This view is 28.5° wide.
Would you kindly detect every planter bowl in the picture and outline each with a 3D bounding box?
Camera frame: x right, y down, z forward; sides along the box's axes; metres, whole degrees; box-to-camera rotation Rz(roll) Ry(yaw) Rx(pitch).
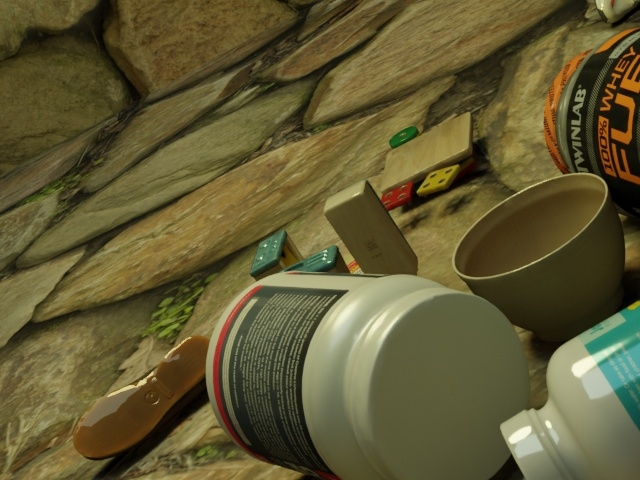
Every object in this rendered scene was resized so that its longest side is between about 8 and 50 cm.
[{"bbox_3d":[0.221,0.027,1.192,0.162,0.109,0.162,-30,19,11],"label":"planter bowl"}]

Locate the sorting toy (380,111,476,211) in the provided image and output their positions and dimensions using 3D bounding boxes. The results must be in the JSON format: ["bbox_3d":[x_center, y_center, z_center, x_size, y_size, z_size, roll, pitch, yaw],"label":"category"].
[{"bbox_3d":[0.152,-0.100,1.696,0.132,0.046,0.274,-26,20,19],"label":"sorting toy"}]

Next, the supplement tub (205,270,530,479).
[{"bbox_3d":[0.035,0.124,1.129,0.191,0.191,0.272,-43,21,-25],"label":"supplement tub"}]

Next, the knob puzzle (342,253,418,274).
[{"bbox_3d":[0.016,0.073,1.523,0.213,0.030,0.213,-30,20,12],"label":"knob puzzle"}]

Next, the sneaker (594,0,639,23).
[{"bbox_3d":[0.466,-0.378,1.846,0.161,0.057,0.075,-43,16,-32],"label":"sneaker"}]

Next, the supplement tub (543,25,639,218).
[{"bbox_3d":[0.355,-0.106,1.171,0.194,0.193,0.316,-38,19,-14],"label":"supplement tub"}]

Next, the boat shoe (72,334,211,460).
[{"bbox_3d":[-0.205,0.199,1.529,0.207,0.073,0.073,-35,-18,-14],"label":"boat shoe"}]

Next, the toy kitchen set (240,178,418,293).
[{"bbox_3d":[0.000,0.000,1.490,0.207,0.122,0.166,-26,21,19],"label":"toy kitchen set"}]

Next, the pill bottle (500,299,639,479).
[{"bbox_3d":[0.263,0.104,0.887,0.264,0.146,0.146,-31,19,6],"label":"pill bottle"}]
